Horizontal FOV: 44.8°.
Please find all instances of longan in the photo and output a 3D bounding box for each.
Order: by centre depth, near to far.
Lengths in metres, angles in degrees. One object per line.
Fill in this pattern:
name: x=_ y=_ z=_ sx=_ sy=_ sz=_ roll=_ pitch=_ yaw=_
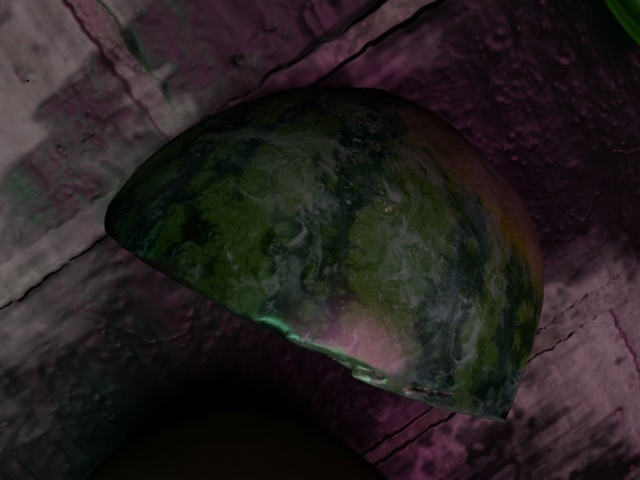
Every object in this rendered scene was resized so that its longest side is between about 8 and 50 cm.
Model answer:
longan: x=-0.039 y=0.275 z=0.573 sx=0.288 sy=0.288 sz=0.350 roll=-35 pitch=124 yaw=-3

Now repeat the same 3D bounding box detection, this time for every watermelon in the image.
watermelon: x=0.000 y=0.000 z=0.530 sx=0.305 sy=0.224 sz=0.180 roll=23 pitch=136 yaw=-2

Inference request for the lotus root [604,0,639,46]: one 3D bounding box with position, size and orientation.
lotus root: x=0.256 y=-0.234 z=0.558 sx=0.186 sy=0.186 sz=0.186 roll=-6 pitch=110 yaw=-16
